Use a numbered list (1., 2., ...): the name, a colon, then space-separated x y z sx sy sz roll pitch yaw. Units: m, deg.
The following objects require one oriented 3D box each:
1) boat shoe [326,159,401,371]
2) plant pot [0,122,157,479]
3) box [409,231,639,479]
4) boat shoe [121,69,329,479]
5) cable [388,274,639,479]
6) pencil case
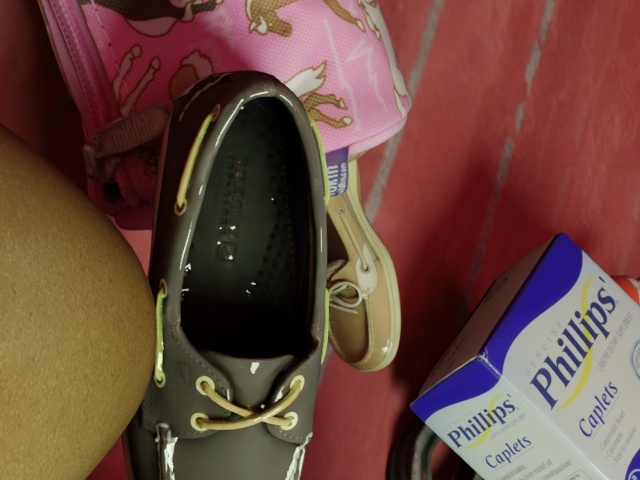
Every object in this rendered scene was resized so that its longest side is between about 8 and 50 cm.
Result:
1. boat shoe: 0.001 -0.001 1.026 0.048 0.056 0.153 -13 92 -44
2. plant pot: -0.166 0.035 0.673 0.254 0.237 0.237 2 81 -66
3. box: 0.144 0.090 1.106 0.137 0.072 0.126 43 46 -5
4. boat shoe: -0.038 0.043 0.792 0.081 0.069 0.227 1 93 -14
5. cable: 0.138 0.083 1.174 0.287 0.072 0.139 -17 91 -53
6. pencil case: -0.088 -0.198 0.866 0.167 0.160 0.386 -73 145 -74
